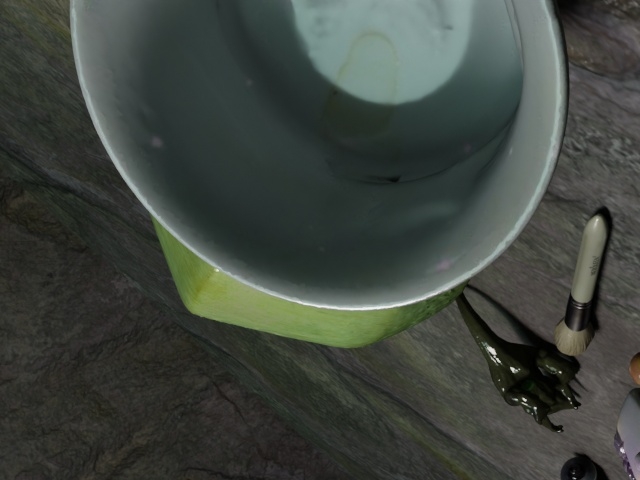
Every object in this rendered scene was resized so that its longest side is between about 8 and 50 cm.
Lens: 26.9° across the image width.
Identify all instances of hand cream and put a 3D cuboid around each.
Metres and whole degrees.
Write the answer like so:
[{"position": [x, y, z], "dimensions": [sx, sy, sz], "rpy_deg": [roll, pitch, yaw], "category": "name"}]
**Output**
[{"position": [0.394, 0.367, 1.857], "dimensions": [0.248, 0.052, 0.075], "rpy_deg": [47, -172, -44], "category": "hand cream"}]

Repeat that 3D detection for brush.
[{"position": [0.252, 0.042, 1.280], "dimensions": [0.039, 0.042, 0.299], "rpy_deg": [35, 161, 21], "category": "brush"}]

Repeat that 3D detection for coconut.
[{"position": [-0.015, -0.051, 1.181], "dimensions": [0.329, 0.281, 0.328], "rpy_deg": [18, -166, -5], "category": "coconut"}]

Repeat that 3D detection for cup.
[{"position": [0.018, -0.140, 0.909], "dimensions": [0.347, 0.163, 0.347], "rpy_deg": [11, 119, 21], "category": "cup"}]

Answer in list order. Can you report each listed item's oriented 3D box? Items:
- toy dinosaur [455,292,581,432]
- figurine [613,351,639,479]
[{"position": [0.216, 0.153, 1.574], "dimensions": [0.179, 0.087, 0.187], "rpy_deg": [27, 159, 38], "category": "toy dinosaur"}, {"position": [0.356, 0.201, 1.317], "dimensions": [0.194, 0.133, 0.274], "rpy_deg": [52, 179, 2], "category": "figurine"}]
